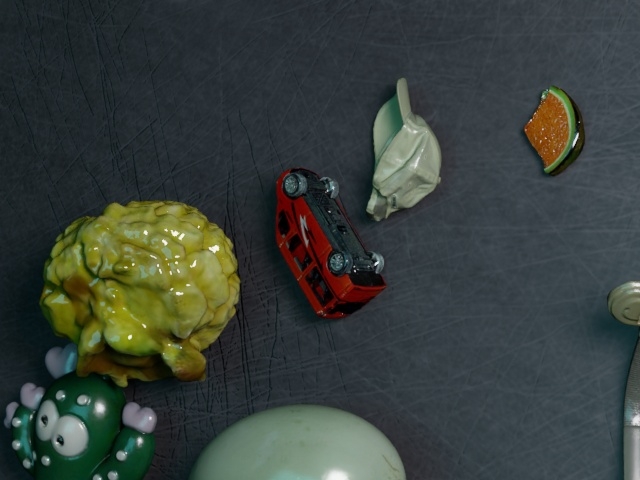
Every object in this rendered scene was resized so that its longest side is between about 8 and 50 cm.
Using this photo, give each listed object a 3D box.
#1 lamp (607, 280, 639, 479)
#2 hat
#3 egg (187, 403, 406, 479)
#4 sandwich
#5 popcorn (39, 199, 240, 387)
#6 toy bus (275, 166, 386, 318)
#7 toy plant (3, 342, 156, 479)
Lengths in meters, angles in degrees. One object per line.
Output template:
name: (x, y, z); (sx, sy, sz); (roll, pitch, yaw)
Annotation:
lamp: (0.402, 0.195, 1.347); (0.203, 0.124, 0.283); (2, 80, 10)
hat: (0.102, -0.115, 1.587); (0.122, 0.081, 0.166); (125, 147, -57)
egg: (-0.032, 0.298, 1.513); (0.282, 0.203, 0.203); (-10, 77, 29)
sandwich: (0.279, -0.133, 1.504); (0.069, 0.026, 0.101); (-35, 63, 26)
popcorn: (-0.233, 0.063, 1.662); (0.270, 0.224, 0.258); (35, 110, 21)
toy bus: (0.000, 0.000, 1.617); (0.089, 0.081, 0.195); (-43, 64, 28)
toy plant: (-0.333, 0.265, 1.749); (0.243, 0.112, 0.232); (-48, 67, 22)
